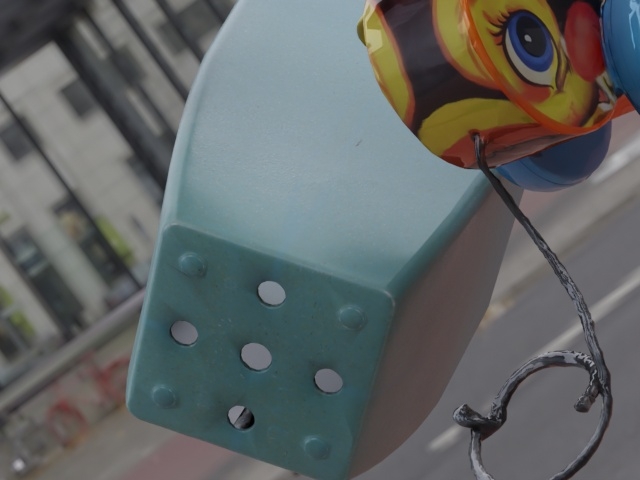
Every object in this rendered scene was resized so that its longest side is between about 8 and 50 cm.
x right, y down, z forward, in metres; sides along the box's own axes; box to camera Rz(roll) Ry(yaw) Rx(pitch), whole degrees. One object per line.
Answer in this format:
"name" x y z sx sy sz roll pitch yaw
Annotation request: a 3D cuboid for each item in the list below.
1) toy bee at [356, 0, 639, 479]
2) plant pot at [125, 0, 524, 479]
"toy bee" 0.085 -0.086 0.686 0.195 0.162 0.298 -33 27 28
"plant pot" 0.000 0.000 0.908 0.234 0.165 0.165 -61 -13 -59
